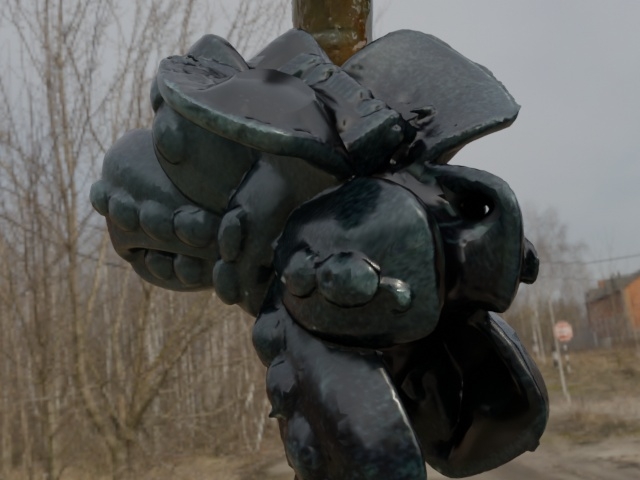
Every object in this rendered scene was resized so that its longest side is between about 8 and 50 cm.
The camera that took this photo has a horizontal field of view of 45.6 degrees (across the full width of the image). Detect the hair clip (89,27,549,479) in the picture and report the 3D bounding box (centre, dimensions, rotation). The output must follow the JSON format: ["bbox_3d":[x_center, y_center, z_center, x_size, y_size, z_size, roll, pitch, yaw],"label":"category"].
[{"bbox_3d":[-0.001,-0.006,0.429,0.194,0.310,0.206,-16,-44,-35],"label":"hair clip"}]

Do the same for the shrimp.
[{"bbox_3d":[0.015,-0.196,0.604,0.063,0.287,0.152,0,18,9],"label":"shrimp"}]
